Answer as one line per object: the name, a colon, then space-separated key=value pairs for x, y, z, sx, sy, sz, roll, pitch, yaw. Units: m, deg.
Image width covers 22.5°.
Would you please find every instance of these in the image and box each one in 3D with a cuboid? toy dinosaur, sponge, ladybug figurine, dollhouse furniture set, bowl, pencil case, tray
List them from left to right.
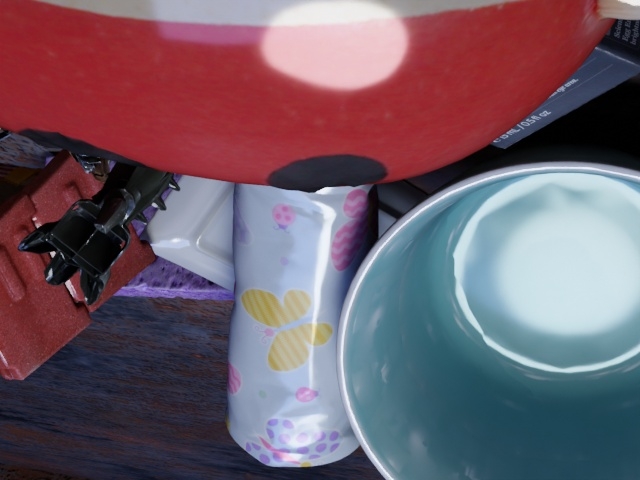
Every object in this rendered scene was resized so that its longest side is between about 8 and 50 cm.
dollhouse furniture set: x=-0.289 y=-0.096 z=1.104 sx=0.201 sy=0.152 sz=0.374 roll=10 pitch=133 yaw=39
toy dinosaur: x=-0.119 y=-0.109 z=0.910 sx=0.164 sy=0.218 sz=0.322 roll=37 pitch=154 yaw=-2
sponge: x=-0.147 y=-0.012 z=1.332 sx=0.210 sy=0.117 sz=0.031 roll=1 pitch=164 yaw=28
ladybug figurine: x=-0.070 y=-0.134 z=0.636 sx=0.449 sy=0.162 sz=0.305 roll=22 pitch=-149 yaw=32
pencil case: x=-0.011 y=0.032 z=1.174 sx=0.113 sy=0.124 sz=0.273 roll=9 pitch=120 yaw=9
tray: x=0.000 y=0.000 z=1.254 sx=0.270 sy=0.145 sz=0.030 roll=28 pitch=-168 yaw=-39
bowl: x=0.175 y=0.054 z=1.140 sx=0.312 sy=0.163 sz=0.311 roll=4 pitch=116 yaw=8

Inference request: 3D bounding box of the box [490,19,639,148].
box: x=0.080 y=-0.135 z=0.883 sx=0.158 sy=0.093 sz=0.156 roll=20 pitch=160 yaw=-18
